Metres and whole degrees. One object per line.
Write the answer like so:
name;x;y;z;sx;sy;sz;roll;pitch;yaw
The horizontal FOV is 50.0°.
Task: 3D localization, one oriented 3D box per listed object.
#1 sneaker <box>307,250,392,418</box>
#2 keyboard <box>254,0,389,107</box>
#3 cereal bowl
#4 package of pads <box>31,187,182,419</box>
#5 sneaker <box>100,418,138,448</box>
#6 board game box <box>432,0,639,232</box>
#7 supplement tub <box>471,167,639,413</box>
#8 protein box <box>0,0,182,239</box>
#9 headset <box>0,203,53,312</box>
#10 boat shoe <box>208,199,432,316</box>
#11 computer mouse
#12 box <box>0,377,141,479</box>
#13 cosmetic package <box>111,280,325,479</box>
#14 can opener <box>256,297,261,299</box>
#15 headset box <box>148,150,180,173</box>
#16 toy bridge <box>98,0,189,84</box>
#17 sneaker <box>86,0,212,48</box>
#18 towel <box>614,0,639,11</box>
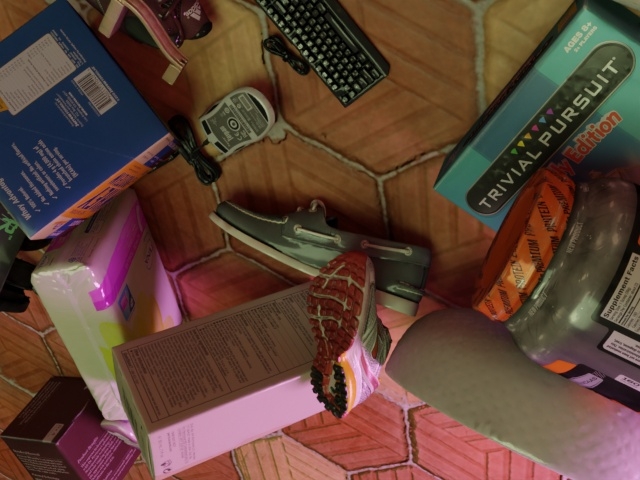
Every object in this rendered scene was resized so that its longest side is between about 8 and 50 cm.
sneaker;0.040;0.110;0.860;0.088;0.092;0.225;31;130;38
keyboard;-0.014;-0.233;0.789;0.108;0.023;0.180;-30;108;39
cereal bowl;0.257;0.170;0.828;0.338;0.339;0.141;24;89;7
package of pads;-0.307;0.091;1.041;0.101;0.229;0.297;-8;123;6
sneaker;-0.348;0.362;1.370;0.095;0.105;0.236;15;153;13
board game box;0.330;-0.061;0.723;0.336;0.079;0.254;33;132;-2
supplement tub;0.318;0.065;0.643;0.315;0.194;0.194;26;132;5
protein box;-0.316;-0.140;0.839;0.201;0.136;0.200;-38;94;-3
headset;-0.460;0.012;1.072;0.185;0.244;0.394;25;151;-21
boat shoe;0.000;0.000;0.937;0.319;0.116;0.099;23;89;16
computer mouse;-0.120;-0.146;0.896;0.193;0.042;0.106;-21;110;42
box;-0.508;0.418;1.430;0.166;0.168;0.203;-4;123;28
cosmetic package;-0.111;0.183;0.950;0.160;0.309;0.113;51;147;41
can opener;-0.122;0.166;1.130;0.059;0.073;0.186;40;123;3
headset box;-0.242;-0.143;0.959;0.062;0.032;0.083;-21;116;36
toy bridge;-0.227;-0.255;0.762;0.188;0.026;0.063;37;142;-14
sneaker;-0.160;-0.311;0.755;0.162;0.106;0.281;46;141;-20
towel;0.299;-0.334;0.523;0.324;0.056;0.312;26;132;-2
